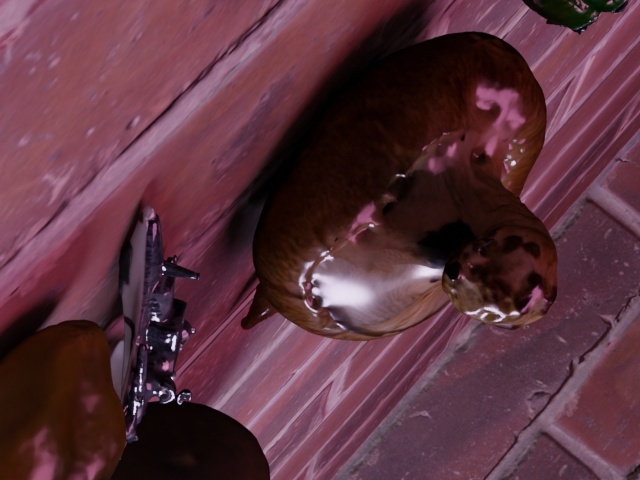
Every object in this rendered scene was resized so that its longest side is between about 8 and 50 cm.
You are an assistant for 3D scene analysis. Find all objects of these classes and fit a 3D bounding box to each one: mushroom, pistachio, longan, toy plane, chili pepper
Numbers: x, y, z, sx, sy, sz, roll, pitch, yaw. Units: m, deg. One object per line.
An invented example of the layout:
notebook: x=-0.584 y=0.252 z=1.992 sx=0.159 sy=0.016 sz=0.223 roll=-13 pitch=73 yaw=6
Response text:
mushroom: x=0.079 y=-0.013 z=1.215 sx=0.267 sy=0.254 sz=0.267 roll=-15 pitch=160 yaw=-6
pistachio: x=-0.189 y=0.137 z=0.953 sx=0.189 sy=0.100 sz=0.110 roll=-50 pitch=172 yaw=2
longan: x=-0.139 y=0.222 z=1.211 sx=0.212 sy=0.198 sz=0.198 roll=-51 pitch=170 yaw=-29
toy plane: x=-0.117 y=0.064 z=1.059 sx=0.160 sy=0.082 sz=0.234 roll=-77 pitch=-169 yaw=-45
chili pepper: x=0.160 y=-0.219 z=1.188 sx=0.088 sy=0.059 sz=0.227 roll=-26 pitch=159 yaw=31

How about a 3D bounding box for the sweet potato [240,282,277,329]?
sweet potato: x=0.006 y=0.000 z=1.356 sx=0.226 sy=0.068 sz=0.068 roll=-53 pitch=168 yaw=22
